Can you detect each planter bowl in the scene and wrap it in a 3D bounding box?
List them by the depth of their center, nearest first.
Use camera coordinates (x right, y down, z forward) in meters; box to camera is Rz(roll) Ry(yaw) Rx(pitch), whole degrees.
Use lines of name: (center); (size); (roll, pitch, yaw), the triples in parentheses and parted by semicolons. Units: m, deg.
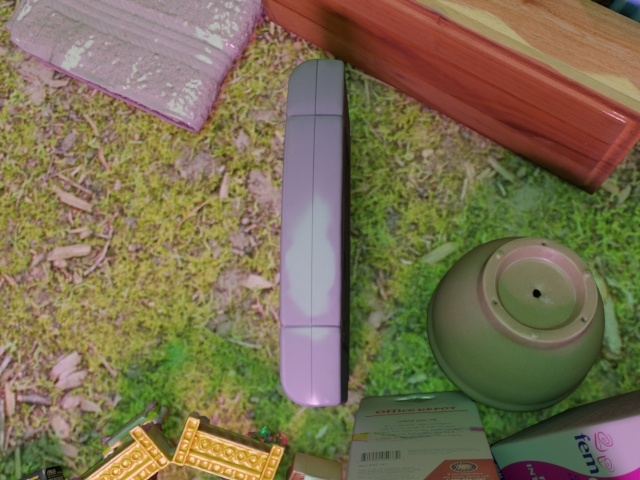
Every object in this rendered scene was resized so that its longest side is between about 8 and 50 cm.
planter bowl: (0.183, 0.061, 0.620); (0.162, 0.109, 0.162); (0, 63, 0)

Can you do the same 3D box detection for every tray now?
tray: (0.110, -0.197, 0.660); (0.410, 0.203, 0.076); (31, 84, 14)

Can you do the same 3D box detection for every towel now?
towel: (-0.219, -0.259, 0.804); (0.282, 0.049, 0.187); (25, 83, 13)

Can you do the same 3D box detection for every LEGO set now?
LEGO set: (-0.128, 0.215, 0.674); (0.286, 0.107, 0.132); (-15, 98, -3)

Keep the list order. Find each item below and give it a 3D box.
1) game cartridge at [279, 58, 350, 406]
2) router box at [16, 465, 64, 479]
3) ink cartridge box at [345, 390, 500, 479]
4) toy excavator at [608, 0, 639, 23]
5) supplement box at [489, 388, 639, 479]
game cartridge: (0.000, 0.000, 0.635); (0.062, 0.198, 0.298); (-1, 77, 9)
router box: (-0.312, 0.296, 0.698); (0.122, 0.038, 0.092); (-23, 76, 2)
ink cartridge box: (0.086, 0.194, 0.594); (0.115, 0.198, 0.067); (-5, 97, 8)
toy excavator: (0.257, -0.373, 0.639); (0.445, 0.222, 0.433); (22, 48, 4)
supplement box: (0.249, 0.180, 0.533); (0.113, 0.220, 0.111); (-14, 73, -28)
